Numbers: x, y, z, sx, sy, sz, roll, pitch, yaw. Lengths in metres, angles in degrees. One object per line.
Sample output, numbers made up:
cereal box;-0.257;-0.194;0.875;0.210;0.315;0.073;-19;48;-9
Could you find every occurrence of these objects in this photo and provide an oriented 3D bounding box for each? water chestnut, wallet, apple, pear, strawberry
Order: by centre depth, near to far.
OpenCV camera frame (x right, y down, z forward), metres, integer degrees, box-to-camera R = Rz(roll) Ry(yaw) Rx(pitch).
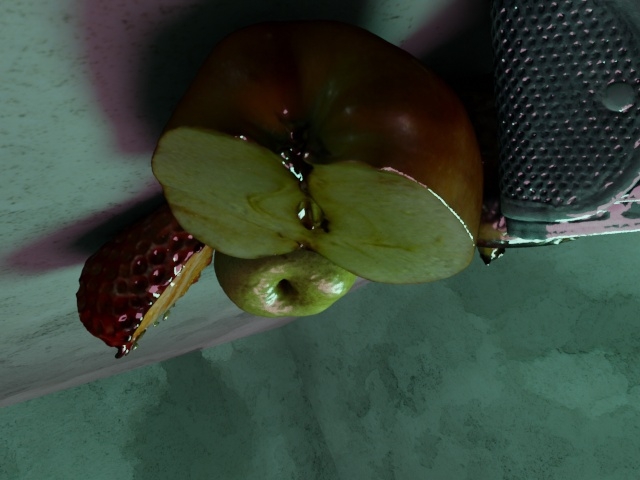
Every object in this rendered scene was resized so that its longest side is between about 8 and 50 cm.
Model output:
wallet;0.305;-0.157;0.580;0.237;0.342;0.075;-4;-153;16
apple;0.001;-0.062;0.605;0.328;0.295;0.365;-27;161;-7
water chestnut;0.272;-0.098;0.840;0.350;0.302;0.350;-3;-156;1
pear;-0.049;0.004;0.867;0.228;0.211;0.188;-1;139;1
strawberry;-0.288;0.044;0.898;0.253;0.150;0.280;-52;179;-33
